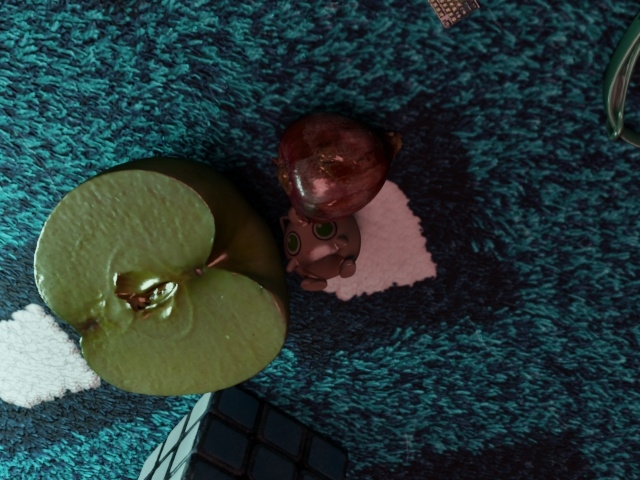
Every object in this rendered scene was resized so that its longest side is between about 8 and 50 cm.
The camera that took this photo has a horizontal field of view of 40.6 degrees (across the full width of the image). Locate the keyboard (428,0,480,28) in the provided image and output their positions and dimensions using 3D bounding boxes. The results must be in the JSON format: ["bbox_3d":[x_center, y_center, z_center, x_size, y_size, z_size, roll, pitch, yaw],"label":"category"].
[{"bbox_3d":[0.140,-0.361,1.125,0.055,0.014,0.176,-29,114,21],"label":"keyboard"}]

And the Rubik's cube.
[{"bbox_3d":[-0.161,0.492,1.545,0.305,0.301,0.303,31,121,-12],"label":"Rubik's cube"}]

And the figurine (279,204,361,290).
[{"bbox_3d":[0.000,0.000,1.313,0.125,0.138,0.125,-12,158,-5],"label":"figurine"}]

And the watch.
[{"bbox_3d":[0.476,-0.214,1.131,0.195,0.068,0.237,29,121,-8],"label":"watch"}]

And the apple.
[{"bbox_3d":[-0.243,0.060,1.300,0.360,0.320,0.312,-24,154,28],"label":"apple"}]

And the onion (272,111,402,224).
[{"bbox_3d":[0.034,-0.113,1.232,0.195,0.159,0.159,-20,121,-13],"label":"onion"}]
